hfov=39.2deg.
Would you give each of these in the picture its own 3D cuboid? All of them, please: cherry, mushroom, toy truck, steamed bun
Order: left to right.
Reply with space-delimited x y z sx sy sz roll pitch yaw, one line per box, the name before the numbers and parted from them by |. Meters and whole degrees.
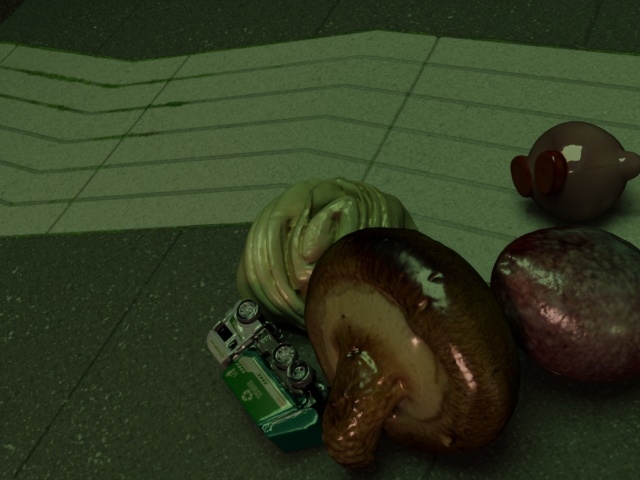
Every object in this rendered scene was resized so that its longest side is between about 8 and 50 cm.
toy truck | -0.074 0.208 1.377 0.124 0.114 0.253 -41 55 -7
steamed bun | -0.001 0.002 1.510 0.289 0.203 0.276 -4 45 20
mushroom | 0.118 0.136 1.248 0.345 0.345 0.239 -1 17 22
cherry | 0.357 0.082 1.246 0.203 0.300 0.230 -55 27 33

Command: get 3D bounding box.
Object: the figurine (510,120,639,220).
figurine | 0.424 -0.115 1.486 0.173 0.173 0.173 -12 42 11
